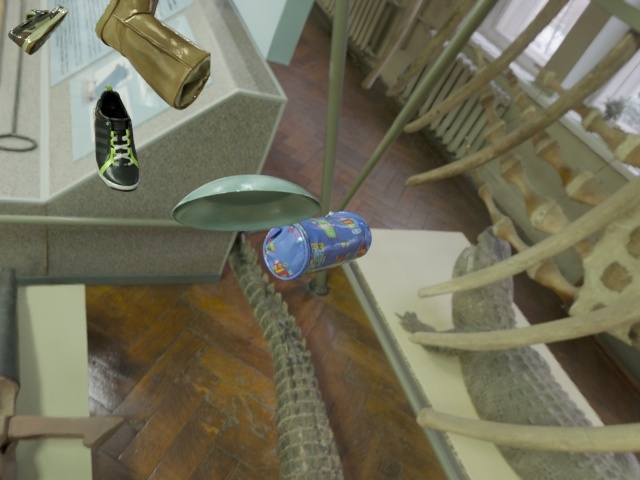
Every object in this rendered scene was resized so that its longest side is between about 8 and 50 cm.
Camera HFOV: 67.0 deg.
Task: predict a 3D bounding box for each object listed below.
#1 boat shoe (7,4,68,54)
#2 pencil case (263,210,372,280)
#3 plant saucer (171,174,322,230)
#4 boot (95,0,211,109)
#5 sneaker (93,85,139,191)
[{"bbox_3d":[-0.510,-0.396,0.881,0.049,0.056,0.152,36,37,-29],"label":"boat shoe"},{"bbox_3d":[0.000,0.000,1.077,0.133,0.119,0.306,57,30,12],"label":"pencil case"},{"bbox_3d":[-0.096,-0.052,0.639,0.195,0.195,0.037,1,76,-31],"label":"plant saucer"},{"bbox_3d":[-0.318,-0.437,1.000,0.270,0.236,0.089,40,17,18],"label":"boot"},{"bbox_3d":[-0.438,-0.218,1.024,0.084,0.097,0.234,-11,75,-32],"label":"sneaker"}]
